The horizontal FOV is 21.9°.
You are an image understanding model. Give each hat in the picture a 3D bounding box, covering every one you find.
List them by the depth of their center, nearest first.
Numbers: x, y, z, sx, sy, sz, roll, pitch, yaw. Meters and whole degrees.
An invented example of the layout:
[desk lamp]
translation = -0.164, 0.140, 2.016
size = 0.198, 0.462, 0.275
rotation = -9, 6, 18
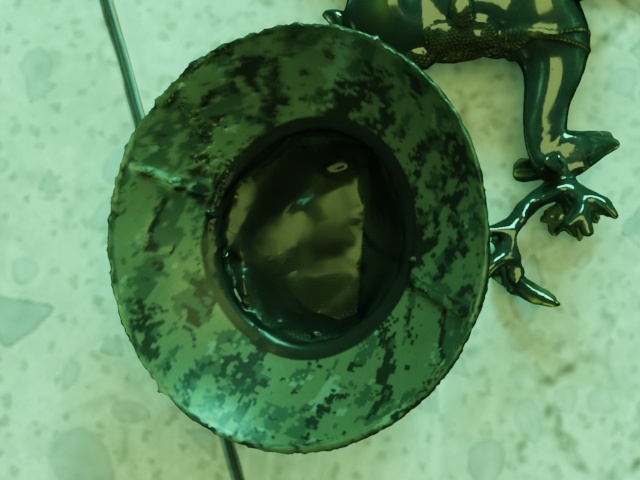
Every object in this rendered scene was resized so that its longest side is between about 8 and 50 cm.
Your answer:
[hat]
translation = 0.000, 0.000, 1.060
size = 0.265, 0.128, 0.265
rotation = 0, 89, 17

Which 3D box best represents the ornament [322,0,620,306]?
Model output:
[ornament]
translation = 0.104, -0.072, 1.103
size = 0.202, 0.080, 0.236
rotation = -2, 86, 0
